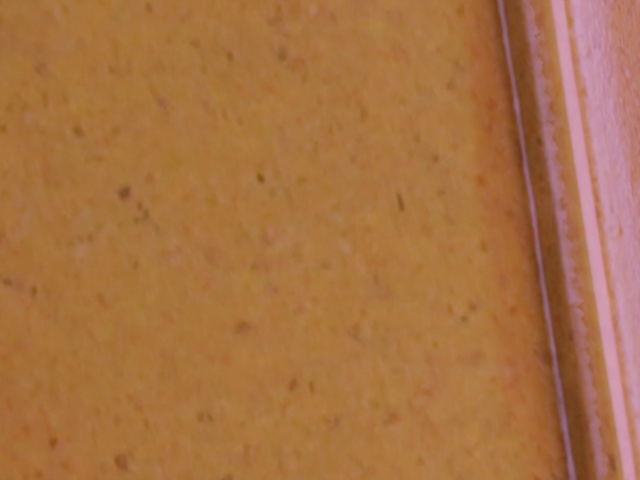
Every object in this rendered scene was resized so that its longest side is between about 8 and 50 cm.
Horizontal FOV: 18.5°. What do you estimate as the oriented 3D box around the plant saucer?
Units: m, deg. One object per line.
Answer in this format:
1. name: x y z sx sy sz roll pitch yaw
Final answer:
1. plant saucer: -0.066 0.007 0.387 0.333 0.081 0.332 -10 96 -5
